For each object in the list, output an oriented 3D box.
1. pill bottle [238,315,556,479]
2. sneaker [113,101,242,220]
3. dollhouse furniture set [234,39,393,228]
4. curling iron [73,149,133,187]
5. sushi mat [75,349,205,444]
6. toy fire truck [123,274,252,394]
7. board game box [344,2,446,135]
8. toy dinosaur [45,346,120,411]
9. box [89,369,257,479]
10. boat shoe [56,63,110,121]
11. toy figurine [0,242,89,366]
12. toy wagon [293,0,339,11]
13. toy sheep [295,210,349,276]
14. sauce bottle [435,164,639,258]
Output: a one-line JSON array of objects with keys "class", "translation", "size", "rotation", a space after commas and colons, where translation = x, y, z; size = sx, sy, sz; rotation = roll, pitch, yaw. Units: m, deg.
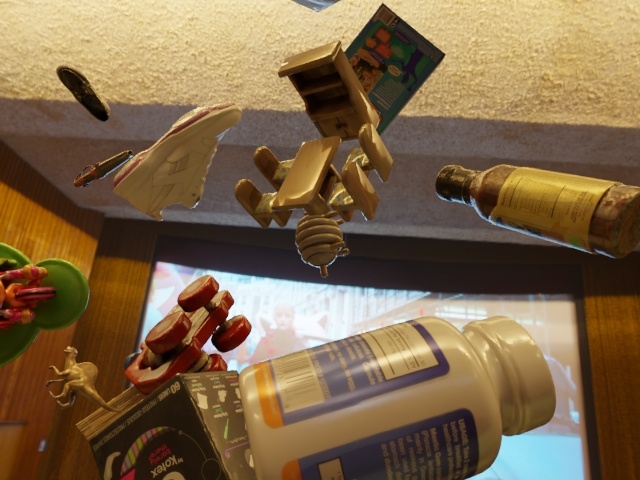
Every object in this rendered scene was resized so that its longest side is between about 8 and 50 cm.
[{"class": "pill bottle", "translation": [0.070, 0.160, 0.437], "size": [0.272, 0.152, 0.152], "rotation": [-13, -17, -11]}, {"class": "sneaker", "translation": [-0.271, -0.164, 0.948], "size": [0.305, 0.114, 0.152], "rotation": [-37, -62, 7]}, {"class": "dollhouse furniture set", "translation": [-0.014, -0.158, 0.713], "size": [0.212, 0.242, 0.161], "rotation": [-2, -37, 36]}, {"class": "curling iron", "translation": [-0.532, -0.179, 1.113], "size": [0.274, 0.068, 0.035], "rotation": [-11, -43, 42]}, {"class": "sushi mat", "translation": [-0.377, 0.388, 1.062], "size": [0.316, 0.151, 0.019], "rotation": [-33, -9, -20]}, {"class": "toy fire truck", "translation": [-0.327, 0.231, 1.060], "size": [0.254, 0.302, 0.169], "rotation": [-20, -65, 33]}, {"class": "board game box", "translation": [0.114, -0.326, 0.903], "size": [0.160, 0.210, 0.047], "rotation": [41, 9, 2]}, {"class": "toy dinosaur", "translation": [-0.495, 0.295, 0.931], "size": [0.092, 0.183, 0.053], "rotation": [-35, -16, -28]}, {"class": "box", "translation": [-0.140, 0.322, 0.574], "size": [0.165, 0.270, 0.143], "rotation": [-39, -23, 9]}, {"class": "boat shoe", "translation": [-0.511, -0.320, 0.996], "size": [0.049, 0.040, 0.142], "rotation": [-33, -41, 1]}, {"class": "toy figurine", "translation": [-0.316, 0.055, 0.379], "size": [0.173, 0.130, 0.159], "rotation": [-7, -5, -1]}, {"class": "toy wagon", "translation": [-0.016, -0.398, 0.403], "size": [0.267, 0.344, 0.068], "rotation": [3, 2, -38]}, {"class": "toy sheep", "translation": [0.000, 0.000, 0.789], "size": [0.091, 0.132, 0.091], "rotation": [-6, -30, -3]}, {"class": "sauce bottle", "translation": [0.346, -0.069, 0.772], "size": [0.111, 0.111, 0.344], "rotation": [20, 5, -36]}]
